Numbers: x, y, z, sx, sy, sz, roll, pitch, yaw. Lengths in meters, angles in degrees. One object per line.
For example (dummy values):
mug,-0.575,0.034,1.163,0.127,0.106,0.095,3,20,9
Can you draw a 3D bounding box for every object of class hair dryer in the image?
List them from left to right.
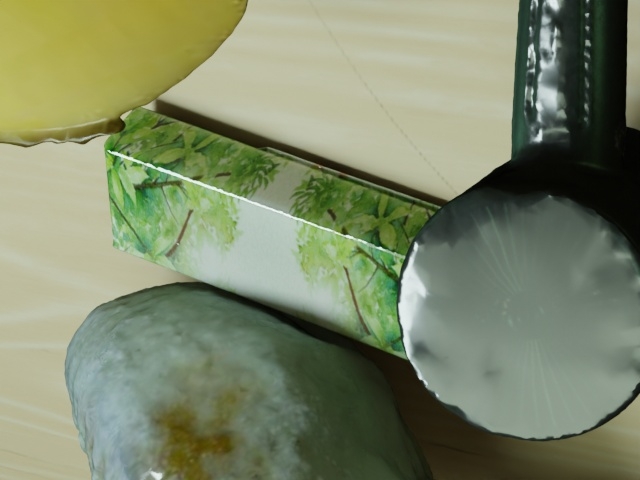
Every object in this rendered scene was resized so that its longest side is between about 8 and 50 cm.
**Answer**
hair dryer,0.128,-0.087,0.779,0.116,0.244,0.302,7,106,18

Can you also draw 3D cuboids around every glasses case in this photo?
glasses case,0.000,0.000,1.033,0.272,0.062,0.095,20,138,16

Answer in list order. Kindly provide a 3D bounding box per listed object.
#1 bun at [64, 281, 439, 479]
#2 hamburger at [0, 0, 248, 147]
bun,-0.030,0.186,1.116,0.362,0.211,0.362,59,169,19
hamburger,-0.143,-0.184,0.791,0.261,0.186,0.302,-23,137,25
